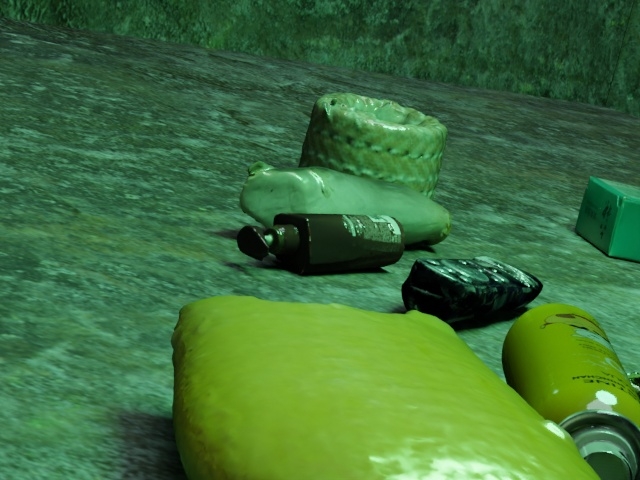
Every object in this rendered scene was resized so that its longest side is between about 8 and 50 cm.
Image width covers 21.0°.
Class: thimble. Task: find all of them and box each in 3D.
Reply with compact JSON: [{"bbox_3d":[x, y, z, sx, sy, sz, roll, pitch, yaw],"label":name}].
[{"bbox_3d":[0.073,-0.120,2.407,0.196,0.148,0.229,16,14,6],"label":"thimble"}]

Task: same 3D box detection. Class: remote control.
[{"bbox_3d":[0.171,0.058,1.929,0.090,0.066,0.266,35,16,25],"label":"remote control"}]

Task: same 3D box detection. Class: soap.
[{"bbox_3d":[0.046,0.149,1.214,0.306,0.115,0.427,15,12,-13],"label":"soap"}]

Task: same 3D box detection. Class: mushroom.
[{"bbox_3d":[0.035,-0.040,2.119,0.109,0.097,0.351,24,13,38],"label":"mushroom"}]

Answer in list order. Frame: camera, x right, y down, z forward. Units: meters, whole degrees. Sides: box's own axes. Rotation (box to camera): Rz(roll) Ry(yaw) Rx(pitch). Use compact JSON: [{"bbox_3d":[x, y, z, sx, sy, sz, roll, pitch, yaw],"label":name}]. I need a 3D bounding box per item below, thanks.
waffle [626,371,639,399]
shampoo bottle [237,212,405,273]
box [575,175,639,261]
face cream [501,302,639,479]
[{"bbox_3d":[0.402,0.179,1.617,0.208,0.054,0.214,11,9,-28],"label":"waffle"},{"bbox_3d":[0.001,0.002,1.961,0.068,0.067,0.236,11,8,44],"label":"shampoo bottle"},{"bbox_3d":[0.521,-0.015,2.556,0.245,0.092,0.153,12,11,-13],"label":"box"},{"bbox_3d":[0.215,0.143,1.453,0.105,0.105,0.348,14,12,-1],"label":"face cream"}]
